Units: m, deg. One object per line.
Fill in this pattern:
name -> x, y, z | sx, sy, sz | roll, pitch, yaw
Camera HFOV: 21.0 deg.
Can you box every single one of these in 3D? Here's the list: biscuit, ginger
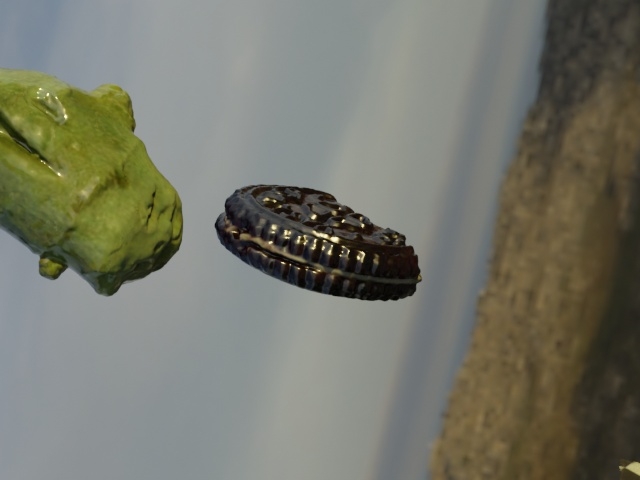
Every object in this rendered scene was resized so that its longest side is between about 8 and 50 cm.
biscuit -> 0.000, 0.000, 0.703 | 0.089, 0.087, 0.027 | -72, -2, -77
ginger -> -0.218, -0.039, 0.936 | 0.089, 0.290, 0.137 | 126, 142, -56

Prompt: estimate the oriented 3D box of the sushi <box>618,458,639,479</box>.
sushi -> 0.206, 0.163, 0.869 | 0.126, 0.120, 0.026 | -74, -4, -66
